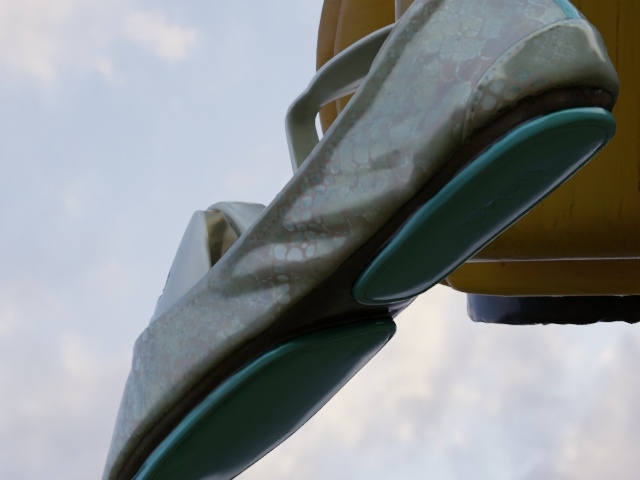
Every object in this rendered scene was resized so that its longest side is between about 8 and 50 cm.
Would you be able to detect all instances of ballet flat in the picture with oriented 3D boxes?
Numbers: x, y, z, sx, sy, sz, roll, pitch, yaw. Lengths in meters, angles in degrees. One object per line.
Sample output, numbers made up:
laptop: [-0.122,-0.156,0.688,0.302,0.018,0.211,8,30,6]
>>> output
ballet flat: [0.000,0.000,0.372,0.057,0.052,0.168,1,-36,-50]

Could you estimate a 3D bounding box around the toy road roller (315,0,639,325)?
toy road roller: [0.155,-0.061,0.552,0.240,0.329,0.202,-2,-89,-66]
